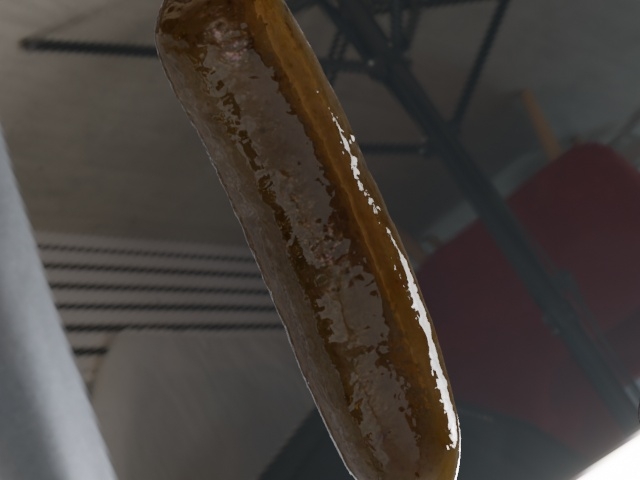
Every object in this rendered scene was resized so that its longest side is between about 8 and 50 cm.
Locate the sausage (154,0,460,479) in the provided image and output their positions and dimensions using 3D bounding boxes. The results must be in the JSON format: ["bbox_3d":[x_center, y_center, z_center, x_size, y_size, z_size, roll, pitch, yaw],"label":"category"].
[{"bbox_3d":[0.001,0.000,1.157,0.123,0.500,0.136,-23,-179,16],"label":"sausage"}]

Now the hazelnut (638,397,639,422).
[{"bbox_3d":[0.291,0.136,1.094,0.086,0.086,0.086,-26,156,-13],"label":"hazelnut"}]
